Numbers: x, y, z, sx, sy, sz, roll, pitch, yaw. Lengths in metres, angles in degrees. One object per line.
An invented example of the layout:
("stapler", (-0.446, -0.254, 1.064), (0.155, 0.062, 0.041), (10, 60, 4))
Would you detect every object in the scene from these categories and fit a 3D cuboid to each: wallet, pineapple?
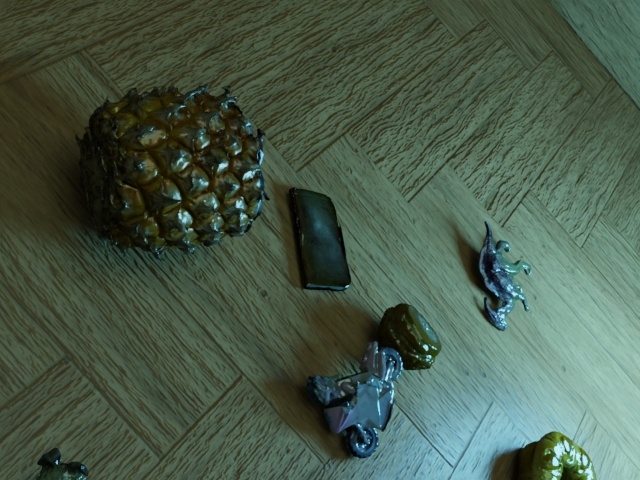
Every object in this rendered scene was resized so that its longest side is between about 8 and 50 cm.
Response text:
("wallet", (0.000, 0.000, 1.826), (0.137, 0.031, 0.255), (9, 60, -34))
("pineapple", (-0.294, -0.128, 1.488), (0.300, 0.352, 0.352), (-9, 70, -30))

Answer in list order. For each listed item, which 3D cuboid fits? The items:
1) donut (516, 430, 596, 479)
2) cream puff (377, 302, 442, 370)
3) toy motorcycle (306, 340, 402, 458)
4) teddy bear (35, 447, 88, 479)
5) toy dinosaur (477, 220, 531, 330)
("donut", (0.563, 0.575, 1.853), (0.227, 0.114, 0.226), (19, 54, -29))
("cream puff", (0.195, 0.225, 1.776), (0.165, 0.115, 0.150), (61, 17, 18))
("toy motorcycle", (0.065, 0.311, 1.634), (0.204, 0.108, 0.239), (30, 49, -19))
("teddy bear", (-0.417, 0.434, 1.187), (0.133, 0.111, 0.213), (16, 67, 17))
("toy dinosaur", (0.496, 0.098, 2.114), (0.162, 0.077, 0.294), (6, 62, -35))
